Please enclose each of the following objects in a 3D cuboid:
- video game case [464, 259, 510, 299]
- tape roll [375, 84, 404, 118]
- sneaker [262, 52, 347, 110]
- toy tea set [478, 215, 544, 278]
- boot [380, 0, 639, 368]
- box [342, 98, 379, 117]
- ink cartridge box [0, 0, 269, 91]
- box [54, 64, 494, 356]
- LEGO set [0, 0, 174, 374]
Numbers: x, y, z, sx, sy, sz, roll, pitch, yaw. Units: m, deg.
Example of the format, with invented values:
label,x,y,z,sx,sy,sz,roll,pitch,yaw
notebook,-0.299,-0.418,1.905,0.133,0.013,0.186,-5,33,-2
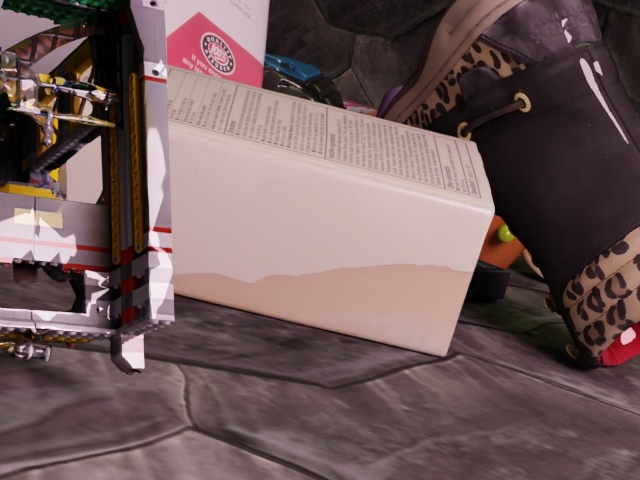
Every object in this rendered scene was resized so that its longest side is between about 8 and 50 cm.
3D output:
label,x,y,z,sx,sy,sz,roll,pitch,yaw
video game case,0.000,0.000,1.147,0.274,0.035,0.248,20,10,35
tape roll,0.200,-0.112,1.711,0.274,0.090,0.275,20,-14,5
sneaker,0.015,-0.077,1.392,0.125,0.140,0.341,3,32,-38
toy tea set,0.198,-0.092,1.415,0.200,0.124,0.336,2,41,-37
boot,0.179,-0.027,1.013,0.138,0.284,0.377,-22,-18,-21
box,0.001,-0.170,1.975,0.122,0.128,0.257,9,9,-32
ink cartridge box,-0.189,-0.287,1.153,0.160,0.385,0.279,-22,-40,34
box,-0.046,-0.033,0.885,0.311,0.121,0.148,14,24,-3
LEGO set,-0.220,-0.014,0.574,0.331,0.192,0.255,11,-21,-42
